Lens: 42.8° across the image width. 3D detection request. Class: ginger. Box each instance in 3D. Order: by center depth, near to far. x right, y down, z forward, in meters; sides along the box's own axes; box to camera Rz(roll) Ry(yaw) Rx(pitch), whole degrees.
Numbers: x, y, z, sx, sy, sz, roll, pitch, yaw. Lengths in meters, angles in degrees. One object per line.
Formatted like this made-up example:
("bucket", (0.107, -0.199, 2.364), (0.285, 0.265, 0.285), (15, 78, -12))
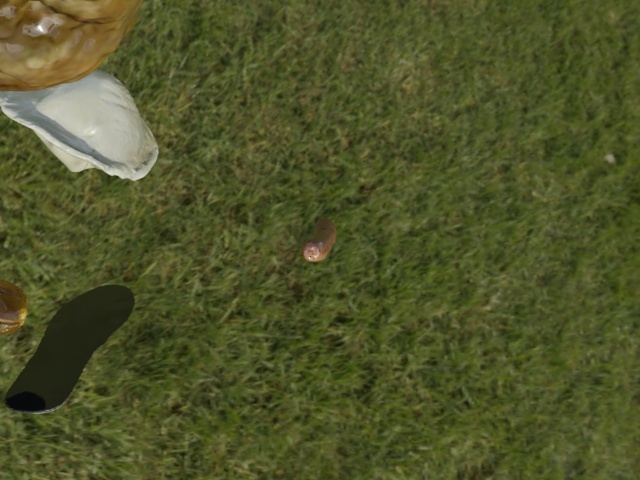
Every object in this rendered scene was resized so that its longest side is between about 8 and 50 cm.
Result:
("ginger", (-0.223, -0.236, 0.594), (0.200, 0.269, 0.223), (-4, 73, -14))

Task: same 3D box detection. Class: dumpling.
("dumpling", (-0.303, -0.144, 1.071), (0.216, 0.126, 0.166), (54, 12, -47))

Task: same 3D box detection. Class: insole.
("insole", (-0.334, 0.136, 1.115), (0.109, 0.322, 0.007), (2, 116, 4))

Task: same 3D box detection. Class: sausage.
("sausage", (0.000, 0.000, 1.337), (0.043, 0.043, 0.186), (56, 14, -7))

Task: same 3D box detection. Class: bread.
("bread", (-0.404, 0.082, 1.020), (0.081, 0.046, 0.083), (32, 18, 7))
